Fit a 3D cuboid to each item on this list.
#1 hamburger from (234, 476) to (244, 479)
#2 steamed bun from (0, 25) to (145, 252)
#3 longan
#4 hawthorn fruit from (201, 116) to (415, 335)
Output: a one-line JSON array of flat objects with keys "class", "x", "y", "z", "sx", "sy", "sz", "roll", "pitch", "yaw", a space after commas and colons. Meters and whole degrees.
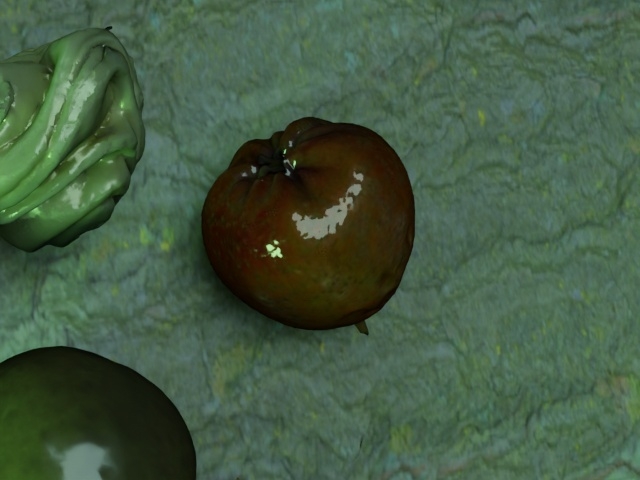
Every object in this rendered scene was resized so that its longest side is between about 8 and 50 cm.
[{"class": "hamburger", "x": -0.144, "y": 0.461, "z": 1.696, "sx": 0.162, "sy": 0.209, "sz": 0.330, "roll": 25, "pitch": 42, "yaw": -16}, {"class": "steamed bun", "x": -0.337, "y": -0.104, "z": 1.693, "sx": 0.394, "sy": 0.347, "sz": 0.237, "roll": -27, "pitch": 103, "yaw": -50}, {"class": "longan", "x": -0.284, "y": 0.265, "z": 1.629, "sx": 0.297, "sy": 0.297, "sz": 0.297, "roll": 6, "pitch": 75, "yaw": -21}, {"class": "hawthorn fruit", "x": 0.000, "y": 0.000, "z": 1.849, "sx": 0.277, "sy": 0.277, "sz": 0.298, "roll": -41, "pitch": 117, "yaw": -26}]
